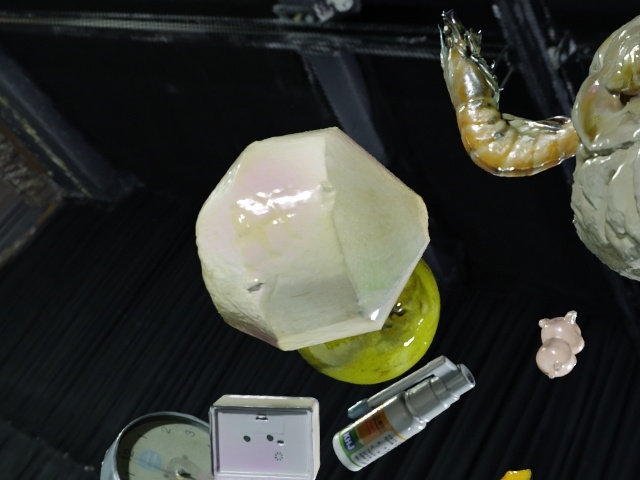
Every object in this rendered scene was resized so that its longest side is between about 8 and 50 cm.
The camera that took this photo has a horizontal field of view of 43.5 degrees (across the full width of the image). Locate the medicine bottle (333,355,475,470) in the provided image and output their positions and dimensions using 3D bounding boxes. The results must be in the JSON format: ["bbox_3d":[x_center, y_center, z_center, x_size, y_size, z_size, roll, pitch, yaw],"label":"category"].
[{"bbox_3d":[0.107,0.235,1.114,0.221,0.061,0.092,-38,-56,19],"label":"medicine bottle"}]

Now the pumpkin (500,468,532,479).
[{"bbox_3d":[0.157,0.243,0.686,0.035,0.073,0.101,8,-46,2],"label":"pumpkin"}]

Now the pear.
[{"bbox_3d":[0.097,0.157,1.801,0.352,0.352,0.413,41,-8,-14],"label":"pear"}]

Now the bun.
[{"bbox_3d":[0.328,-0.094,0.684,0.205,0.281,0.282,27,-17,-36],"label":"bun"}]

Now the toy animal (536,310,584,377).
[{"bbox_3d":[0.438,0.194,1.473,0.084,0.150,0.089,-8,-55,26],"label":"toy animal"}]

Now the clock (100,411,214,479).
[{"bbox_3d":[-0.265,0.438,1.491,0.281,0.280,0.055,32,-61,3],"label":"clock"}]

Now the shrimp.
[{"bbox_3d":[0.254,-0.204,1.001,0.198,0.261,0.051,-18,-25,6],"label":"shrimp"}]

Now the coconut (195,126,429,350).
[{"bbox_3d":[0.000,0.000,0.905,0.259,0.259,0.259,27,-26,14],"label":"coconut"}]

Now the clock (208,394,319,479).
[{"bbox_3d":[-0.101,0.363,1.463,0.192,0.146,0.071,-1,6,10],"label":"clock"}]
